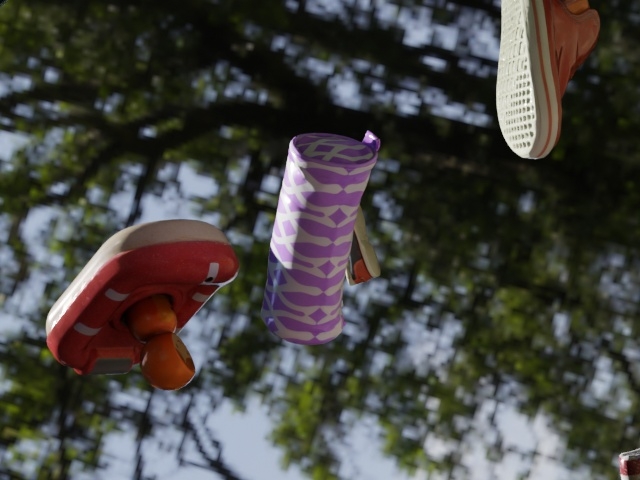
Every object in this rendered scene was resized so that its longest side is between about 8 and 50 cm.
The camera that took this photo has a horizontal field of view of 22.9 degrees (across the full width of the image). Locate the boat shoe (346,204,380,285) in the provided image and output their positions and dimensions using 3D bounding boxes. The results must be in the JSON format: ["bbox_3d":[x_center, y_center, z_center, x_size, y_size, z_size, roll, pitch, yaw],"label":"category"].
[{"bbox_3d":[0.038,-0.009,2.085,0.049,0.043,0.137,2,-112,-64],"label":"boat shoe"}]

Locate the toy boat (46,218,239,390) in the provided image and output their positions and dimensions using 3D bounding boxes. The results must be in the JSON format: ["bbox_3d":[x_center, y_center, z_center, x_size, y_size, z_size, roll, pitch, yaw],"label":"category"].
[{"bbox_3d":[-0.171,0.085,1.626,0.151,0.151,0.231,2,-39,-44],"label":"toy boat"}]

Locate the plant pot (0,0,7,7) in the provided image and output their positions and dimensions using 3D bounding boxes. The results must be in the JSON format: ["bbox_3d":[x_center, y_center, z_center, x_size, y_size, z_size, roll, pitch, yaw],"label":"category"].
[{"bbox_3d":[-0.401,-0.395,1.857,0.165,0.234,0.166,-44,-65,-7],"label":"plant pot"}]

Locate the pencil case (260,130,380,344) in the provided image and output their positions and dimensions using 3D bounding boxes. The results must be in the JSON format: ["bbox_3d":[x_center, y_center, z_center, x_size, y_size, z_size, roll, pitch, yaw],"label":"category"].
[{"bbox_3d":[0.000,0.000,1.477,0.088,0.086,0.206,-4,-59,-26],"label":"pencil case"}]

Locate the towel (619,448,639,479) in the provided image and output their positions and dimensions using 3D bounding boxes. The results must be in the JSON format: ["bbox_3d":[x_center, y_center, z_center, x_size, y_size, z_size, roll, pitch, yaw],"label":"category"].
[{"bbox_3d":[0.311,0.271,1.028,0.237,0.037,0.329,-13,-88,-29],"label":"towel"}]

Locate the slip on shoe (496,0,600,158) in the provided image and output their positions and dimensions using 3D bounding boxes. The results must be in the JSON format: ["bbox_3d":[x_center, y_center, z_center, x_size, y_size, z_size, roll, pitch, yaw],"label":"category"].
[{"bbox_3d":[0.243,-0.215,1.649,0.123,0.101,0.331,105,176,-47],"label":"slip on shoe"}]
